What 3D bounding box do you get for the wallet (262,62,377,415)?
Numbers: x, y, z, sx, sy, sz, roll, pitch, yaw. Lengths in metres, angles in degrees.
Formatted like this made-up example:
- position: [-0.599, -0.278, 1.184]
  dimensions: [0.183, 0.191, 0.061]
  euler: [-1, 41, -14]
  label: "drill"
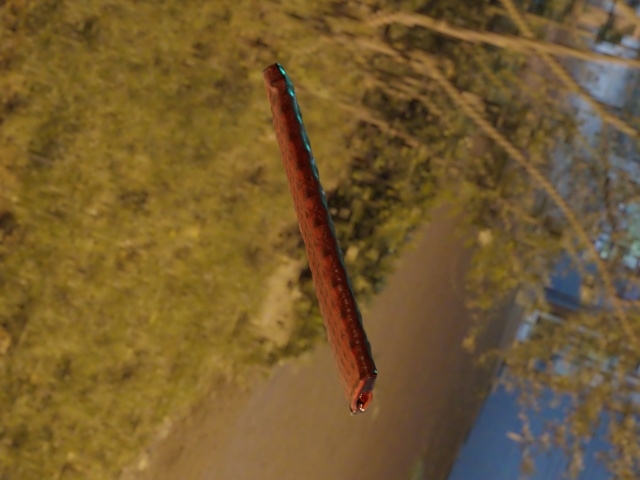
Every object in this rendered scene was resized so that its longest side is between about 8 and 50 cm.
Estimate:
- position: [0.000, 0.000, 0.813]
  dimensions: [0.103, 0.020, 0.196]
  euler: [84, -9, -72]
  label: "wallet"
